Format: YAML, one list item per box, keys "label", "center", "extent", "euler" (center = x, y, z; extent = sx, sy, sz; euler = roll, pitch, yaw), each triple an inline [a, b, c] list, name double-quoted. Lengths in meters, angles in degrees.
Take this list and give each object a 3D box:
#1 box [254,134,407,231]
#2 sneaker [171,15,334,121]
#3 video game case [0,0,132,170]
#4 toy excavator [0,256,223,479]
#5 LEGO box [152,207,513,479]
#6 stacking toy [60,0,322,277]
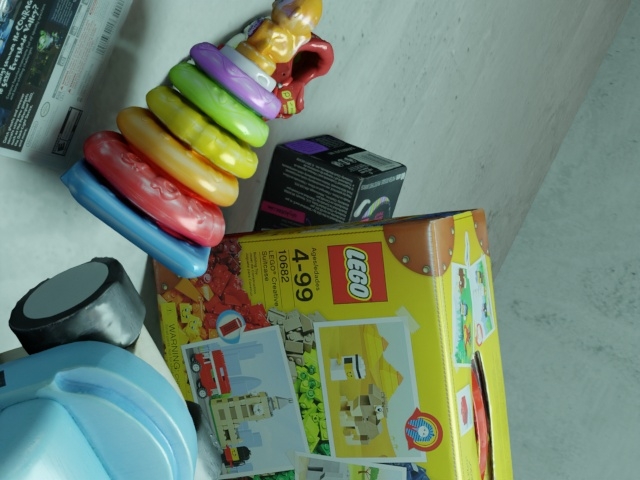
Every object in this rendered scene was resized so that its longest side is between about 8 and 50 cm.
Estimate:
- label: "box"
  center: [0.000, 0.000, 1.547]
  extent: [0.165, 0.143, 0.270]
  euler: [-21, 131, -60]
- label: "sneaker"
  center: [-0.078, -0.172, 1.227]
  extent: [0.279, 0.118, 0.107]
  euler: [-50, 152, -36]
- label: "video game case"
  center: [-0.254, -0.165, 0.963]
  extent: [0.190, 0.022, 0.173]
  euler: [-67, 159, 4]
- label: "toy excavator"
  center: [-0.313, 0.250, 0.803]
  extent: [0.445, 0.433, 0.222]
  euler: [-89, 159, -63]
- label: "LEGO box"
  center: [0.024, 0.229, 1.291]
  extent: [0.193, 0.372, 0.500]
  euler: [-14, 97, -63]
- label: "stacking toy"
  center: [-0.100, -0.128, 1.036]
  extent: [0.302, 0.166, 0.175]
  euler: [-52, -171, 6]
